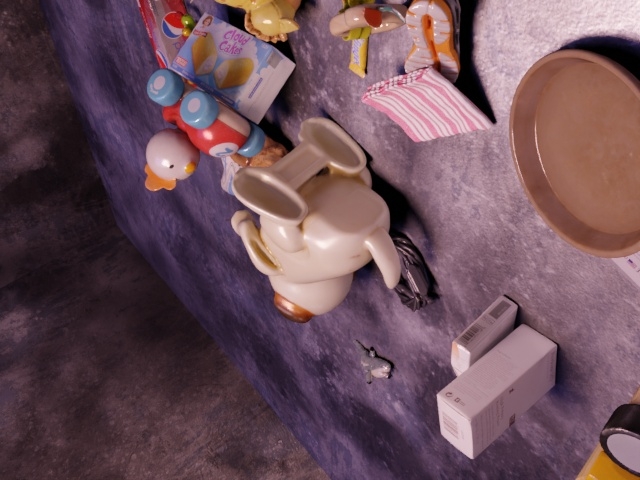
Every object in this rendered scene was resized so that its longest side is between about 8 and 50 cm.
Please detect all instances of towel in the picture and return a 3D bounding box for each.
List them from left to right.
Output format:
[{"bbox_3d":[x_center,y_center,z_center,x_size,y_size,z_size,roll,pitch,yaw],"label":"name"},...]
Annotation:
[{"bbox_3d":[0.167,-0.210,1.164,0.144,0.029,0.197,34,166,-24],"label":"towel"}]

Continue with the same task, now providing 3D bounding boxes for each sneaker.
[{"bbox_3d":[-0.228,-0.217,1.966,0.086,0.085,0.237,20,140,15],"label":"sneaker"},{"bbox_3d":[0.173,-0.303,1.065,0.084,0.083,0.215,13,161,11],"label":"sneaker"}]

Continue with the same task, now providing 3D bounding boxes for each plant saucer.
[{"bbox_3d":[0.350,-0.112,0.938,0.278,0.041,0.278,53,155,39],"label":"plant saucer"}]

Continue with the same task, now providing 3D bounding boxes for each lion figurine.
[{"bbox_3d":[-0.195,-0.250,1.755,0.392,0.142,0.240,55,-167,26],"label":"lion figurine"}]

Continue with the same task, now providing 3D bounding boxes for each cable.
[{"bbox_3d":[0.177,0.063,1.553,0.184,0.047,0.150,61,165,2],"label":"cable"}]

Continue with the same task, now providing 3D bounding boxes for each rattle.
[{"bbox_3d":[0.073,-0.378,1.089,0.200,0.130,0.143,-47,-35,-81],"label":"rattle"}]

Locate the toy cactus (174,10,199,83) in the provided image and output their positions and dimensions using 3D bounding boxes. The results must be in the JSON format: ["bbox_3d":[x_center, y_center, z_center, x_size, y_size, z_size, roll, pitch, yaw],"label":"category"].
[{"bbox_3d":[-0.281,-0.446,1.766,0.180,0.112,0.219,20,129,41],"label":"toy cactus"}]

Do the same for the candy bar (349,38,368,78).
[{"bbox_3d":[0.068,-0.359,1.268,0.040,0.018,0.161,44,154,28],"label":"candy bar"}]

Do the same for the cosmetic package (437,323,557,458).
[{"bbox_3d":[0.315,0.264,1.281,0.085,0.231,0.117,35,148,43],"label":"cosmetic package"}]

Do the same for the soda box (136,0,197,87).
[{"bbox_3d":[-0.381,-0.518,1.860,0.083,0.092,0.263,32,146,44],"label":"soda box"}]

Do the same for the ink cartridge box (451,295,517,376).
[{"bbox_3d":[0.301,0.205,1.348,0.045,0.145,0.179,36,150,30],"label":"ink cartridge box"}]

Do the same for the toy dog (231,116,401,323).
[{"bbox_3d":[0.000,0.000,1.569,0.395,0.284,0.408,32,148,10],"label":"toy dog"}]

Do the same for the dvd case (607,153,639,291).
[{"bbox_3d":[0.447,-0.019,0.927,0.179,0.029,0.239,50,156,17],"label":"dvd case"}]

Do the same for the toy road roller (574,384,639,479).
[{"bbox_3d":[0.517,0.319,1.007,0.240,0.202,0.329,32,145,27],"label":"toy road roller"}]

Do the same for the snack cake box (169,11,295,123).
[{"bbox_3d":[-0.194,-0.378,1.568,0.264,0.152,0.089,36,-174,39],"label":"snack cake box"}]

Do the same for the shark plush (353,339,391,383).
[{"bbox_3d":[0.143,0.317,1.953,0.161,0.073,0.067,-121,32,-57],"label":"shark plush"}]

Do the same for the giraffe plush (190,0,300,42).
[{"bbox_3d":[-0.106,-0.454,1.331,0.170,0.210,0.181,41,-164,-23],"label":"giraffe plush"}]

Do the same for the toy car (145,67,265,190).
[{"bbox_3d":[-0.279,-0.195,1.520,0.210,0.238,0.219,35,-174,29],"label":"toy car"}]
